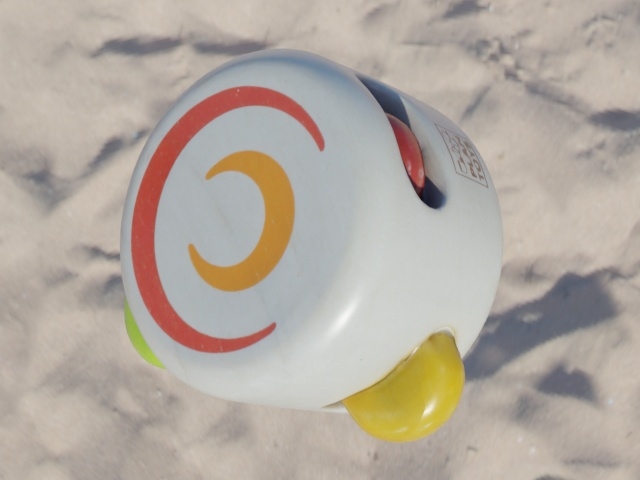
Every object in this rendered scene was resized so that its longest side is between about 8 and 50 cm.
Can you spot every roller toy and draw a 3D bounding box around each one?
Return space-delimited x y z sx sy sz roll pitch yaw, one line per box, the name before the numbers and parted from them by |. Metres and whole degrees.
roller toy | 0.000 0.000 0.740 0.209 0.146 0.191 15 90 40
